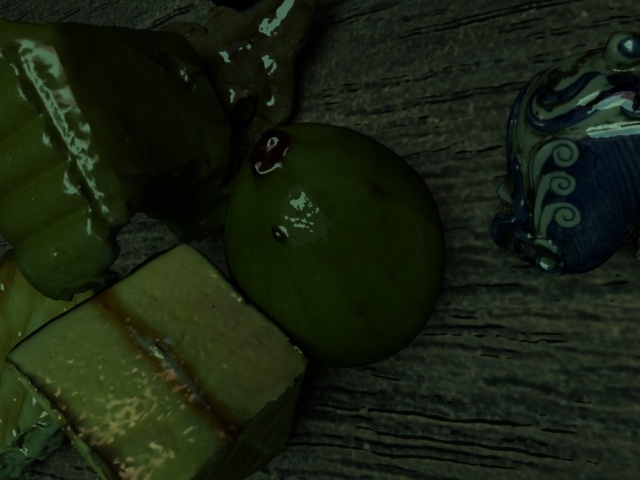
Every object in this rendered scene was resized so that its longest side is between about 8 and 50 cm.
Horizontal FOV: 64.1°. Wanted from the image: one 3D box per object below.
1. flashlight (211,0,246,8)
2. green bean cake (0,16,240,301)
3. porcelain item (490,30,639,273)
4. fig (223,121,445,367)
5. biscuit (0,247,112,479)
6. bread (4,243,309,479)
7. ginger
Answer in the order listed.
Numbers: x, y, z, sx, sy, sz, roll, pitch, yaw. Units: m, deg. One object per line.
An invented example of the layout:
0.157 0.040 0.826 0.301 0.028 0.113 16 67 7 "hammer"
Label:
-0.031 -0.331 0.560 0.232 0.093 0.092 -13 82 30 "flashlight"
-0.185 -0.085 0.484 0.124 0.236 0.232 -18 99 27 "green bean cake"
0.272 -0.037 0.368 0.288 0.138 0.186 22 107 26 "porcelain item"
0.000 0.000 0.449 0.203 0.225 0.202 -13 57 22 "fig"
-0.381 0.160 0.706 0.335 0.078 0.329 -16 78 24 "biscuit"
-0.128 0.161 0.461 0.168 0.163 0.264 37 144 22 "bread"
-0.124 -0.191 0.599 0.333 0.080 0.166 -14 99 24 "ginger"
